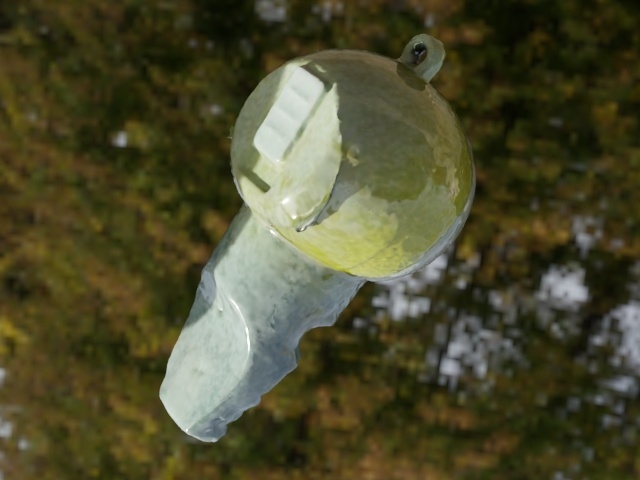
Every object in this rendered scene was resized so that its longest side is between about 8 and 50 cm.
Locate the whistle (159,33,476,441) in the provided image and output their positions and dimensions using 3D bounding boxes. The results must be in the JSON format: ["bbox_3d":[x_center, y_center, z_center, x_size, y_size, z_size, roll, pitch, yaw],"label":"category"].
[{"bbox_3d":[0.000,0.000,0.901,0.123,0.223,0.123,30,-170,-6],"label":"whistle"}]
